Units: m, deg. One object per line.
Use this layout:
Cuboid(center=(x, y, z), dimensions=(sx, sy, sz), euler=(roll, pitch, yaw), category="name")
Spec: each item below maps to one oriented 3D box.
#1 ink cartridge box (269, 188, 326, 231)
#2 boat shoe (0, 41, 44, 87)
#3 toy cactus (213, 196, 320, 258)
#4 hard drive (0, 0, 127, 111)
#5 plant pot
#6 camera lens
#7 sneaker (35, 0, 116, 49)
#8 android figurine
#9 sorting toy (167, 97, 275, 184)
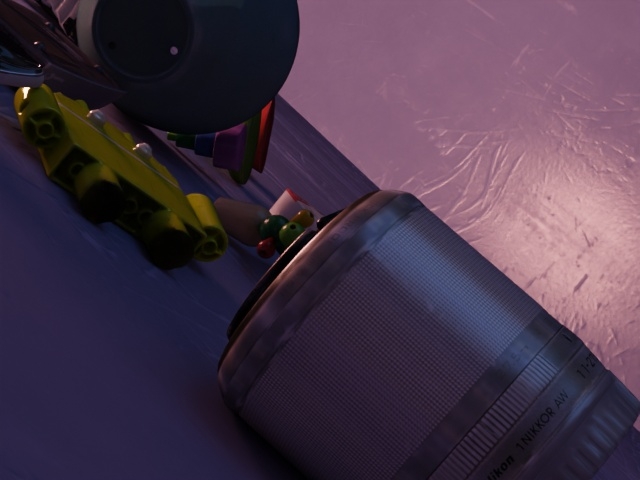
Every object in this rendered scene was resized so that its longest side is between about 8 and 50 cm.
Cuboid(center=(0.000, 0.000, 2.074), dimensions=(0.135, 0.056, 0.099), euler=(36, 8, -28), category="ink cartridge box")
Cuboid(center=(-0.325, -0.180, 1.427), dimensions=(0.142, 0.040, 0.049), euler=(15, 19, -22), category="boat shoe")
Cuboid(center=(-0.044, 0.007, 1.761), dimensions=(0.180, 0.112, 0.219), euler=(23, 6, 14), category="toy cactus")
Cuboid(center=(-0.328, -0.217, 1.737), dimensions=(0.172, 0.054, 0.255), euler=(41, 6, 9), category="hard drive")
Cuboid(center=(-0.191, -0.271, 1.920), dimensions=(0.290, 0.290, 0.195), euler=(41, 16, 5), category="plant pot")
Cuboid(center=(0.075, 0.113, 1.166), dimensions=(0.274, 0.219, 0.219), euler=(42, 8, 9), category="camera lens")
Cuboid(center=(-0.365, -0.351, 2.252), dimensions=(0.234, 0.078, 0.106), euler=(39, 10, 8), category="sneaker")
Cuboid(center=(-0.201, -0.067, 1.505), dimensions=(0.248, 0.056, 0.273), euler=(36, 10, -26), category="android figurine")
Cuboid(center=(-0.151, -0.157, 2.210), dimensions=(0.126, 0.127, 0.365), euler=(11, 9, 5), category="sorting toy")
